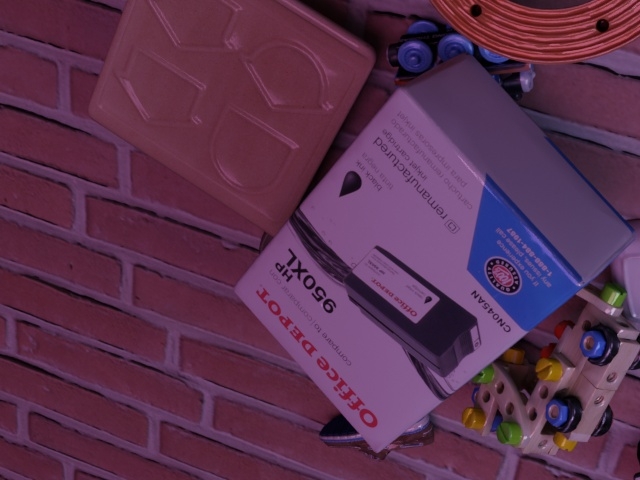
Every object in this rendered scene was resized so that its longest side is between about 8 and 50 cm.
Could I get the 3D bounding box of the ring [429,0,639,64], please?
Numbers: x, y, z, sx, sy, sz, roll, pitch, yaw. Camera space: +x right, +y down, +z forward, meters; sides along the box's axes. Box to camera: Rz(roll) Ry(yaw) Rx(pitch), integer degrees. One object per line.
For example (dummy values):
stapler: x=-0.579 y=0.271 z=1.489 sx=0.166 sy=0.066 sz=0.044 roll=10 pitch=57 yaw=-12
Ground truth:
ring: x=0.249 y=-0.357 z=1.158 sx=0.336 sy=0.032 sz=0.337 roll=6 pitch=106 yaw=20

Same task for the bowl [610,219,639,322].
bowl: x=0.427 y=0.046 z=1.345 sx=0.142 sy=0.053 sz=0.142 roll=-2 pitch=119 yaw=24

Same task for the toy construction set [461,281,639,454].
toy construction set: x=0.295 y=0.139 z=1.401 sx=0.151 sy=0.215 sz=0.328 roll=-4 pitch=120 yaw=-23

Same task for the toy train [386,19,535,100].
toy train: x=0.171 y=-0.209 z=1.296 sx=0.184 sy=0.080 sz=0.105 roll=-4 pitch=125 yaw=22

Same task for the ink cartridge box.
ink cartridge box: x=0.117 y=0.026 z=1.289 sx=0.285 sy=0.166 sz=0.395 roll=48 pitch=132 yaw=8

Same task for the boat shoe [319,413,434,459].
boat shoe: x=0.084 y=0.297 z=1.646 sx=0.183 sy=0.066 sz=0.066 roll=-12 pitch=115 yaw=30

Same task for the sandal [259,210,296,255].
sandal: x=0.000 y=0.000 z=1.508 sx=0.219 sy=0.060 sz=0.090 roll=-13 pitch=113 yaw=31

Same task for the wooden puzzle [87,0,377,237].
wooden puzzle: x=-0.119 y=-0.209 z=1.430 sx=0.322 sy=0.080 sz=0.348 roll=33 pitch=130 yaw=4

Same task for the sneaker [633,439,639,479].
sneaker: x=0.496 y=0.350 z=1.465 sx=0.182 sy=0.127 sz=0.315 roll=22 pitch=119 yaw=16
